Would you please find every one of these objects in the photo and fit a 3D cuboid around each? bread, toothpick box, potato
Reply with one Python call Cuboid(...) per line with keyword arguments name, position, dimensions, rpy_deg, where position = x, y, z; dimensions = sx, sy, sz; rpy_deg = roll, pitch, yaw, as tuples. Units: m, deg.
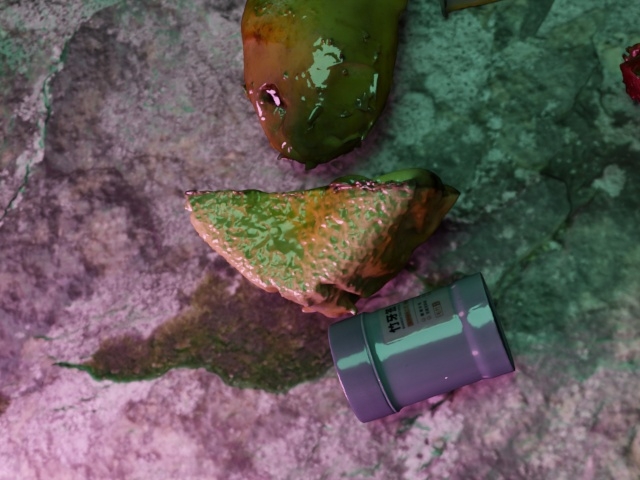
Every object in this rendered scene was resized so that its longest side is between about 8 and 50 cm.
Cuboid(name="bread", position=(0.006, 0.007, 1.313), dimensions=(0.251, 0.174, 0.133), rpy_deg=(-4, 82, 19))
Cuboid(name="toothpick box", position=(0.095, 0.101, 1.281), dimensions=(0.153, 0.101, 0.101), rpy_deg=(-20, 63, 8))
Cuboid(name="potato", position=(0.003, -0.218, 1.425), dimensions=(0.172, 0.140, 0.300), rpy_deg=(2, 65, 14))

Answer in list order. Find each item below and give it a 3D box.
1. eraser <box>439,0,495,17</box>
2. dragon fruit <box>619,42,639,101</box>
Cuboid(name="eraser", position=(0.187, -0.367, 1.468), dimensions=(0.158, 0.069, 0.226), rpy_deg=(-13, 65, 15))
Cuboid(name="dragon fruit", position=(0.401, -0.140, 1.266), dimensions=(0.161, 0.126, 0.274), rpy_deg=(-36, 62, 2))
